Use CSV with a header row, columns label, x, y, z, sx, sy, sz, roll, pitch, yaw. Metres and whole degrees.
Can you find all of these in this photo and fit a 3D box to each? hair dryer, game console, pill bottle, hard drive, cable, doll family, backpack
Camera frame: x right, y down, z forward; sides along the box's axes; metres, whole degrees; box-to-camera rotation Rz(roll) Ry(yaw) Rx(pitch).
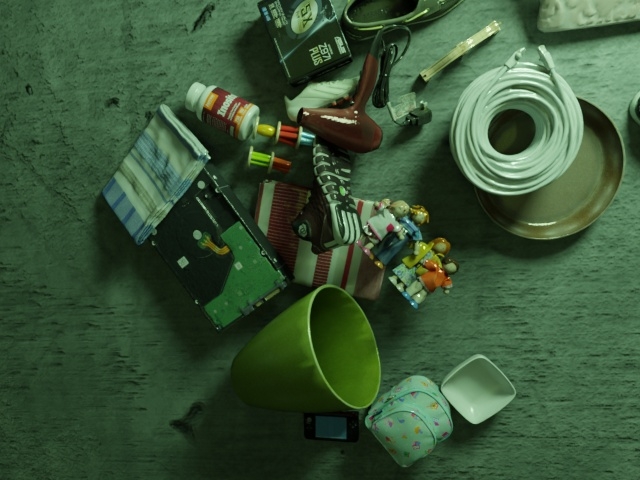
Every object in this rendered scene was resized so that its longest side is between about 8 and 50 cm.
label,x,y,z,sx,sy,sz,roll,pitch,yaw
hair dryer,0.082,-0.296,1.046,0.293,0.080,0.224,-29,112,-12
game console,0.023,0.467,1.246,0.143,0.085,0.124,1,102,7
pill bottle,-0.222,-0.293,1.118,0.151,0.086,0.086,26,104,1
hard drive,-0.249,0.022,1.182,0.236,0.064,0.339,-36,91,19
cable,0.389,-0.222,1.006,0.257,0.089,0.257,-35,96,13
doll family,0.194,0.011,1.105,0.163,0.118,0.263,-42,100,4
backpack,0.218,0.427,1.186,0.188,0.144,0.166,-40,89,10

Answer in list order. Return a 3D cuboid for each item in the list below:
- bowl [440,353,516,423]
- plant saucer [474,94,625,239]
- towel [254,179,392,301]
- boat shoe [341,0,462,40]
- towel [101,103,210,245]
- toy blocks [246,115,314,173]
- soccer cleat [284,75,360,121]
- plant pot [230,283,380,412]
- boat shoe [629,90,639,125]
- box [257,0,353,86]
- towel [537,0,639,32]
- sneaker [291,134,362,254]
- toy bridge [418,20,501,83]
label,x,y,z,sx,sy,sz,roll,pitch,yaw
bowl,0.374,0.349,1.194,0.142,0.053,0.142,-42,94,14
plant saucer,0.485,-0.158,1.076,0.310,0.050,0.311,2,102,8
towel,0.000,0.000,1.179,0.328,0.037,0.237,13,105,6
boat shoe,0.186,-0.502,1.019,0.304,0.091,0.109,-20,99,11
towel,-0.392,-0.154,1.154,0.285,0.034,0.209,-48,65,14
toy blocks,-0.086,-0.206,1.135,0.148,0.054,0.123,11,112,-10
soccer cleat,0.011,-0.325,1.094,0.196,0.068,0.076,-23,95,14
plant pot,-0.057,0.279,1.150,0.293,0.275,0.275,-25,98,29
boat shoe,0.778,-0.211,1.005,0.302,0.091,0.115,27,104,1
box,-0.030,-0.444,1.066,0.147,0.077,0.180,-20,98,10
towel,0.578,-0.566,0.899,0.316,0.054,0.332,-5,133,7
sneaker,-0.012,-0.099,1.088,0.162,0.106,0.282,-29,58,38
toy bridge,0.294,-0.398,1.042,0.188,0.063,0.026,-33,96,13
